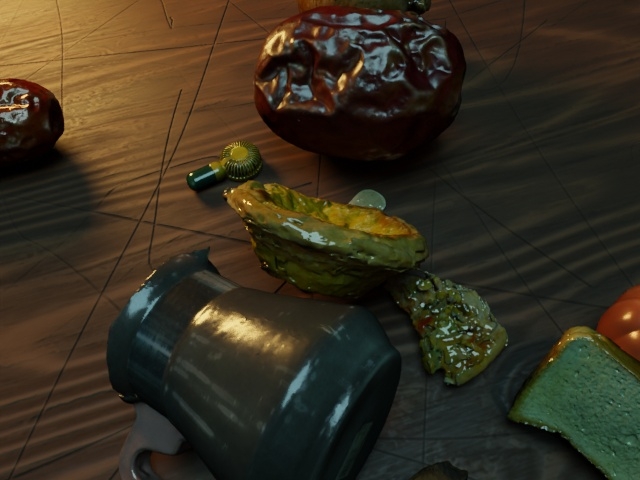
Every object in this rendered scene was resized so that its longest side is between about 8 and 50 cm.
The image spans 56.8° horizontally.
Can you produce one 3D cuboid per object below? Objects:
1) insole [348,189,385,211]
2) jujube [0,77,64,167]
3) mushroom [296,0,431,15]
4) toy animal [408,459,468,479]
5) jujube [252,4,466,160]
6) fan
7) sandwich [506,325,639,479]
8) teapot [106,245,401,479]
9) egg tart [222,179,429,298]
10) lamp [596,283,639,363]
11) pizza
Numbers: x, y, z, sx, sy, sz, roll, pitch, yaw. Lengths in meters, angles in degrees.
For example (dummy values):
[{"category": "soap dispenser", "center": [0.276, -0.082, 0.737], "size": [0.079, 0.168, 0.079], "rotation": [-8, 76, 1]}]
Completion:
[{"category": "insole", "center": [0.034, -0.008, 1.084], "size": [0.081, 0.011, 0.248], "rotation": [34, 65, 20]}, {"category": "jujube", "center": [-0.630, -0.224, 1.138], "size": [0.251, 0.174, 0.174], "rotation": [-9, 59, 0]}, {"category": "mushroom", "center": [0.089, -0.482, 1.232], "size": [0.283, 0.263, 0.195], "rotation": [-8, 81, 21]}, {"category": "toy animal", "center": [0.098, 0.343, 0.739], "size": [0.157, 0.312, 0.097], "rotation": [-42, 64, 12]}, {"category": "jujube", "center": [0.072, -0.287, 1.097], "size": [0.377, 0.276, 0.276], "rotation": [10, 60, 14]}, {"category": "fan", "center": [-0.188, -0.142, 1.153], "size": [0.155, 0.039, 0.082], "rotation": [-28, 63, -14]}, {"category": "sandwich", "center": [0.405, 0.242, 0.840], "size": [0.215, 0.186, 0.065], "rotation": [38, 27, 18]}, {"category": "teapot", "center": [-0.114, 0.217, 0.823], "size": [0.362, 0.305, 0.376], "rotation": [24, 90, 24]}, {"category": "egg tart", "center": [0.004, 0.001, 0.950], "size": [0.341, 0.341, 0.129], "rotation": [19, 105, 12]}, {"category": "lamp", "center": [0.523, 0.151, 0.892], "size": [0.188, 0.164, 0.187], "rotation": [-1, 57, 2]}, {"category": "pizza", "center": [0.208, 0.121, 0.973], "size": [0.147, 0.069, 0.226], "rotation": [-20, 61, -8]}]
